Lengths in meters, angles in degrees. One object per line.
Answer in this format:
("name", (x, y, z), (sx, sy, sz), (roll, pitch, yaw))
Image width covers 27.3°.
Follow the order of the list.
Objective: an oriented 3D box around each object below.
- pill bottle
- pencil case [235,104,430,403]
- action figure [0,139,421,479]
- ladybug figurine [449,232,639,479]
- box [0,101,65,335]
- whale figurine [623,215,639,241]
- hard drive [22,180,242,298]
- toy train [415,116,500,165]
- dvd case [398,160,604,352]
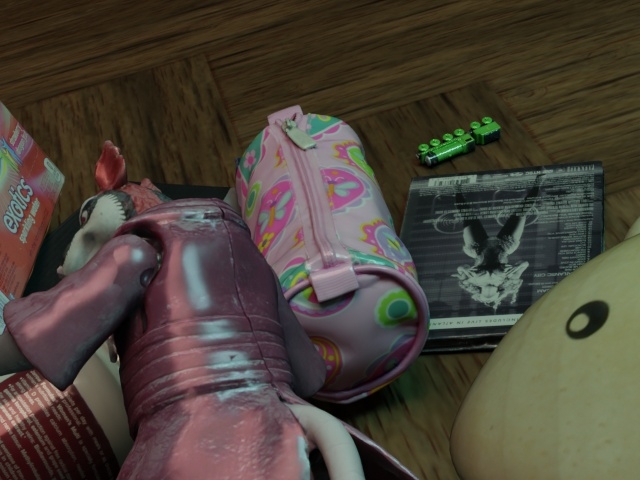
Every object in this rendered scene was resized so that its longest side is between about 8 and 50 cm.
("pill bottle", (-0.196, 0.137, 0.883), (0.221, 0.121, 0.121), (-31, 37, -24))
("pencil case", (0.000, 0.000, 1.000), (0.124, 0.124, 0.284), (-14, 30, 0))
("action figure", (-0.066, 0.086, 0.729), (0.248, 0.275, 0.370), (3, 57, -41))
("ladybug figurine", (0.287, 0.099, 0.586), (0.449, 0.162, 0.305), (13, 6, 0))
("box", (-0.326, -0.012, 1.060), (0.142, 0.154, 0.300), (-31, 24, 13))
("whale figurine", (0.308, 0.054, 0.840), (0.272, 0.141, 0.216), (-4, 26, -32))
("hard drive", (-0.169, 0.034, 1.084), (0.172, 0.054, 0.255), (5, 38, 27))
("toy train", (0.126, -0.088, 1.190), (0.083, 0.017, 0.024), (-24, 45, -15))
("dvd case", (0.140, 0.010, 1.038), (0.164, 0.018, 0.221), (-4, 35, 15))
